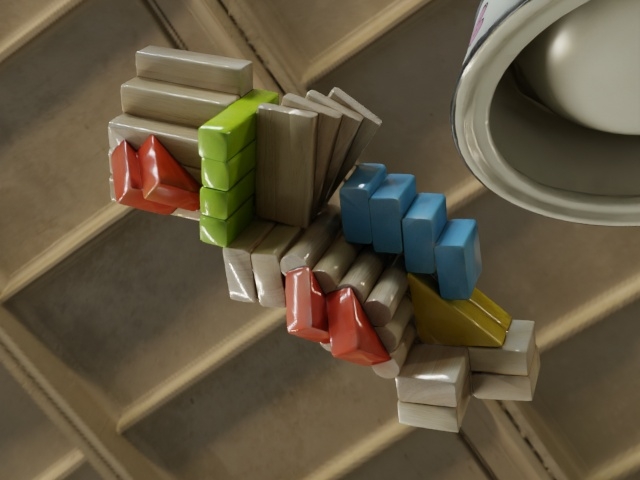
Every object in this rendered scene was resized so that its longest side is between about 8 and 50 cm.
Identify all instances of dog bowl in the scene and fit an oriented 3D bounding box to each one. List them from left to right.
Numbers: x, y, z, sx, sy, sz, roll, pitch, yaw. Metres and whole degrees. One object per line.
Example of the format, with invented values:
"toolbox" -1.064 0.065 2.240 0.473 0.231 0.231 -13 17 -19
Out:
"dog bowl" 0.328 -0.179 0.798 0.407 0.408 0.151 10 -121 -9

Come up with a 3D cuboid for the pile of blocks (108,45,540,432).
"pile of blocks" 0.000 0.000 0.554 0.362 0.113 0.149 34 -55 3
